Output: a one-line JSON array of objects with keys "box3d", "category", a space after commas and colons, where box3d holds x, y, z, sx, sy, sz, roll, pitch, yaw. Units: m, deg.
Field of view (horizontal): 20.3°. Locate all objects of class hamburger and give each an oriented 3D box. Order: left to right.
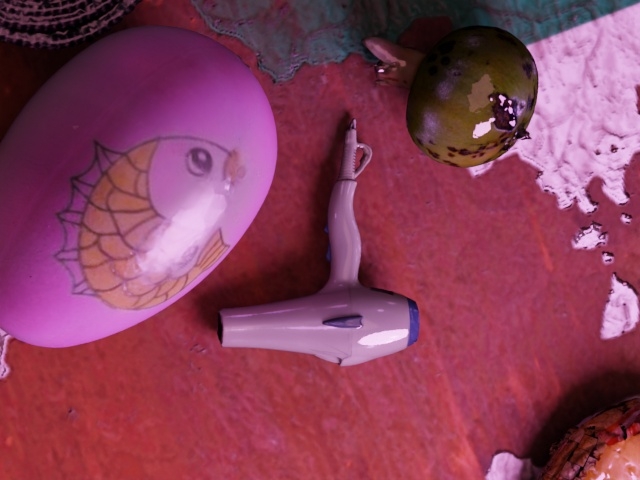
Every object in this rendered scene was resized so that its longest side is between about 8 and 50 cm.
[{"box3d": [0.293, 0.244, 1.559, 0.231, 0.107, 0.231, -1, 96, -8], "category": "hamburger"}]

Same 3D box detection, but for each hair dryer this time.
[{"box3d": [-0.017, 0.013, 1.483, 0.167, 0.067, 0.199, -15, 88, -8], "category": "hair dryer"}]

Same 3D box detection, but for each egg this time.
[{"box3d": [-0.153, -0.038, 1.365, 0.196, 0.196, 0.271, 35, 101, -16], "category": "egg"}]

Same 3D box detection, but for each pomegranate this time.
[{"box3d": [0.107, -0.127, 1.475, 0.161, 0.122, 0.122, 25, 87, 10], "category": "pomegranate"}]

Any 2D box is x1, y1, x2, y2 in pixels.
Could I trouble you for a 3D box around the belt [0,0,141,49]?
[{"box3d": [-0.224, -0.306, 1.327, 0.260, 0.122, 0.325, -12, 113, -11], "category": "belt"}]
